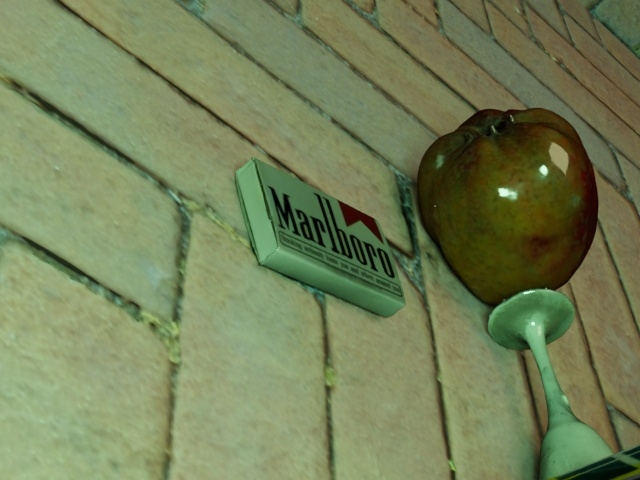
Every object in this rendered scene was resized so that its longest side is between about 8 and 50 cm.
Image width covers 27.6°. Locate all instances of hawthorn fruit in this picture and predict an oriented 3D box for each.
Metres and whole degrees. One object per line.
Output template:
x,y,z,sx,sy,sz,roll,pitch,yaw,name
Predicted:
0.224,-0.025,1.469,0.208,0.208,0.248,-76,146,-59,hawthorn fruit

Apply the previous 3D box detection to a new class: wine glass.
0.191,0.154,1.268,0.264,0.096,0.310,34,31,-35,wine glass

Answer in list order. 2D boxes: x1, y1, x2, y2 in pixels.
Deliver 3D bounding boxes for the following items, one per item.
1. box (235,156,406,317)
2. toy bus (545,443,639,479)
0.000,0.000,1.239,0.177,0.036,0.115,26,35,-41,box
0.355,0.220,0.935,0.249,0.439,0.209,127,-58,-86,toy bus
